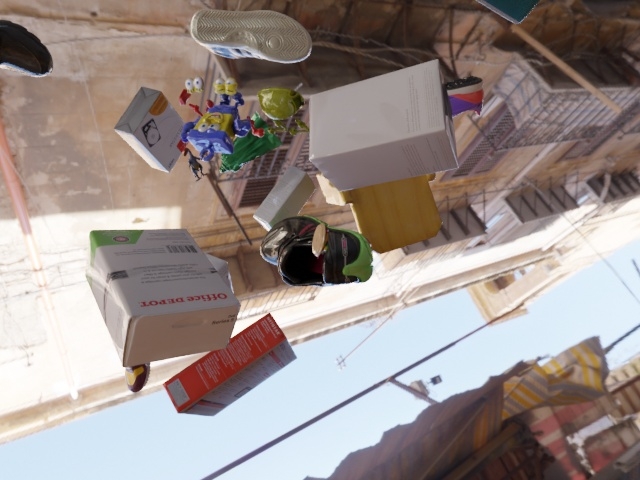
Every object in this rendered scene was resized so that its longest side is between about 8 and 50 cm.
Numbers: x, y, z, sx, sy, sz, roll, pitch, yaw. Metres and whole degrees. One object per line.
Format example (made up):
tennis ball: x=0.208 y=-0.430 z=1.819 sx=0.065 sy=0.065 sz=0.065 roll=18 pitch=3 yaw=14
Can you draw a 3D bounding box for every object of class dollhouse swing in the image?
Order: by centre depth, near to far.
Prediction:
dollhouse swing: x=0.219 y=-0.141 z=1.637 sx=0.347 sy=0.315 sz=0.304 roll=-18 pitch=-78 yaw=-15

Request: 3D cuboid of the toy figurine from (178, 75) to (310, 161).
toy figurine: x=-0.230 y=-0.277 z=1.181 sx=0.363 sy=0.191 sz=0.217 roll=9 pitch=-119 yaw=18

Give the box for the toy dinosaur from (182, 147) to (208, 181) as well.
toy dinosaur: x=-0.308 y=-0.183 z=1.076 sx=0.047 sy=0.090 sz=0.082 roll=-46 pitch=-62 yaw=-34

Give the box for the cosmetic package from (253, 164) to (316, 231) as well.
cosmetic package: x=-0.124 y=-0.139 z=1.604 sx=0.086 sy=0.117 sz=0.231 roll=28 pitch=-103 yaw=27

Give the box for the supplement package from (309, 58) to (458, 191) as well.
supplement package: x=0.140 y=-0.245 z=1.011 sx=0.293 sy=0.177 sz=0.175 roll=-9 pitch=-111 yaw=22

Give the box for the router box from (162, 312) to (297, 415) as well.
router box: x=-0.218 y=0.347 z=1.211 sx=0.301 sy=0.335 sz=0.082 roll=-33 pitch=-110 yaw=-12

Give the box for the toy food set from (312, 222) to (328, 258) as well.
toy food set: x=0.000 y=0.000 z=1.060 sx=0.020 sy=0.083 sz=0.082 roll=11 pitch=-106 yaw=-16

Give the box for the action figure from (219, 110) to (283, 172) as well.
action figure: x=-0.257 y=-0.308 z=1.526 sx=0.137 sy=0.232 sz=0.063 roll=52 pitch=-170 yaw=-3

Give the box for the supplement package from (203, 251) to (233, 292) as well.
supplement package: x=-0.427 y=0.161 z=1.351 sx=0.204 sy=0.145 sz=0.262 roll=19 pitch=-134 yaw=21

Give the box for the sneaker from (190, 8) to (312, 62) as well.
sneaker: x=-0.189 y=-0.586 z=1.311 sx=0.350 sy=0.131 sz=0.148 roll=14 pitch=-173 yaw=5

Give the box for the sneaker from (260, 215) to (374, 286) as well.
sneaker: x=-0.057 y=0.029 z=1.327 sx=0.202 sy=0.483 sz=0.185 roll=-12 pitch=-80 yaw=-35

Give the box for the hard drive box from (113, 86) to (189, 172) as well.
hard drive box: x=-0.563 y=-0.374 z=1.543 sx=0.089 sy=0.232 sz=0.181 roll=19 pitch=-107 yaw=19

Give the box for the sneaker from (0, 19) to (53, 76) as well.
sneaker: x=-0.633 y=-0.354 z=0.809 sx=0.267 sy=0.101 sz=0.106 roll=19 pitch=-135 yaw=-15

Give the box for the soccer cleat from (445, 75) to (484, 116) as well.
soccer cleat: x=0.334 y=-0.401 z=1.367 sx=0.318 sy=0.116 sz=0.108 roll=-12 pitch=-150 yaw=9

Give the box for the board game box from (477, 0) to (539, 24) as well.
board game box: x=0.003 y=-0.312 z=0.309 sx=0.254 sy=0.079 sz=0.336 roll=3 pitch=-130 yaw=-36

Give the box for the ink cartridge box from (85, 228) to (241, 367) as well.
ink cartridge box: x=-0.305 y=0.092 z=0.852 sx=0.198 sy=0.114 sz=0.273 roll=-2 pitch=-147 yaw=-40

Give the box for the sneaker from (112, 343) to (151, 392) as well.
sneaker: x=-0.446 y=0.260 z=1.047 sx=0.084 sy=0.070 sz=0.185 roll=19 pitch=-113 yaw=-60
